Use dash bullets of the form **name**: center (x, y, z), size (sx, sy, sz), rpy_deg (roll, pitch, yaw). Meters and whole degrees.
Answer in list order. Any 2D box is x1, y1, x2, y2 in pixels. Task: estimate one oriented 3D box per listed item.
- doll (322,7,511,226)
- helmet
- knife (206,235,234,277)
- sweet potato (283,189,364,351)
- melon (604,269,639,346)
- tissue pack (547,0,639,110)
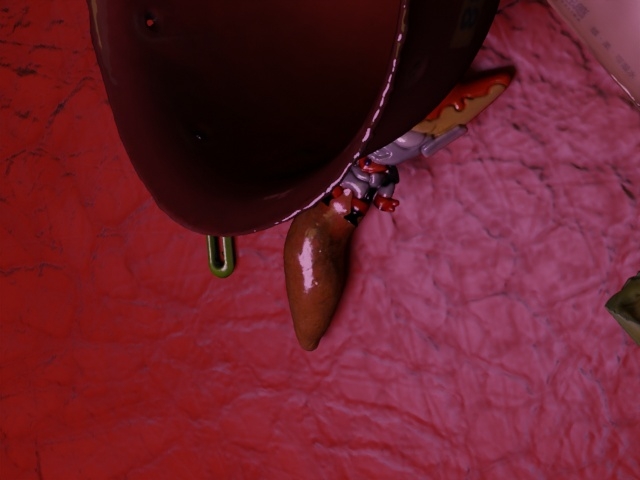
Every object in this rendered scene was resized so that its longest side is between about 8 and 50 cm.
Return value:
- **doll**: center (0.061, -0.091, 1.420), size (0.109, 0.057, 0.169), rpy_deg (36, 98, 11)
- **helmet**: center (0.010, -0.203, 1.314), size (0.337, 0.230, 0.385), rpy_deg (10, 103, 42)
- **knife**: center (-0.101, -0.070, 1.527), size (0.054, 0.015, 0.212), rpy_deg (1, 105, 23)
- **sweet potato**: center (0.002, 0.001, 1.483), size (0.055, 0.058, 0.202), rpy_deg (32, 117, 34)
- **melon**: center (0.378, 0.128, 1.327), size (0.196, 0.124, 0.323), rpy_deg (-35, 96, 28)
- **tissue pack**: center (0.326, -0.168, 1.180), size (0.238, 0.238, 0.305), rpy_deg (-42, 86, 27)
